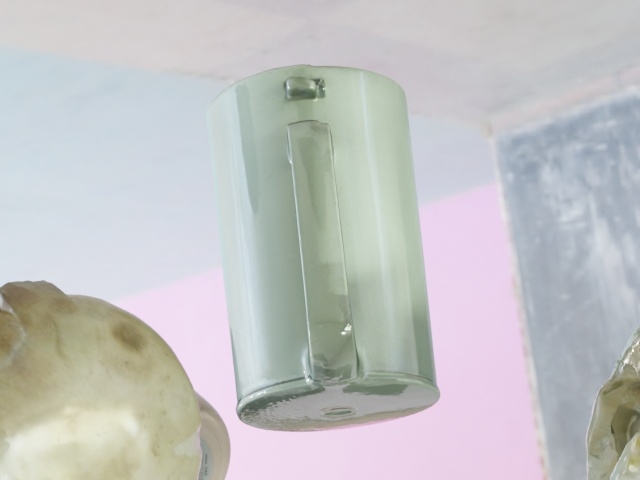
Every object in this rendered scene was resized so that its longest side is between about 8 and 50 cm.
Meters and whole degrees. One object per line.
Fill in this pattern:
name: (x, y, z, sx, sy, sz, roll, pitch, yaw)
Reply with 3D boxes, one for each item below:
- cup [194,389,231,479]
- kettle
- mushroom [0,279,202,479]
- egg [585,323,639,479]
cup: (-0.238, 0.263, 1.622, 0.200, 0.253, 0.191, 26, -178, 44)
kettle: (0.012, 0.003, 1.309, 0.205, 0.318, 0.265, 6, 158, -28)
mushroom: (-0.205, 0.155, 1.043, 0.255, 0.255, 0.184, -2, 174, -27)
egg: (0.381, 0.162, 1.016, 0.336, 0.278, 0.278, 16, 164, -9)
